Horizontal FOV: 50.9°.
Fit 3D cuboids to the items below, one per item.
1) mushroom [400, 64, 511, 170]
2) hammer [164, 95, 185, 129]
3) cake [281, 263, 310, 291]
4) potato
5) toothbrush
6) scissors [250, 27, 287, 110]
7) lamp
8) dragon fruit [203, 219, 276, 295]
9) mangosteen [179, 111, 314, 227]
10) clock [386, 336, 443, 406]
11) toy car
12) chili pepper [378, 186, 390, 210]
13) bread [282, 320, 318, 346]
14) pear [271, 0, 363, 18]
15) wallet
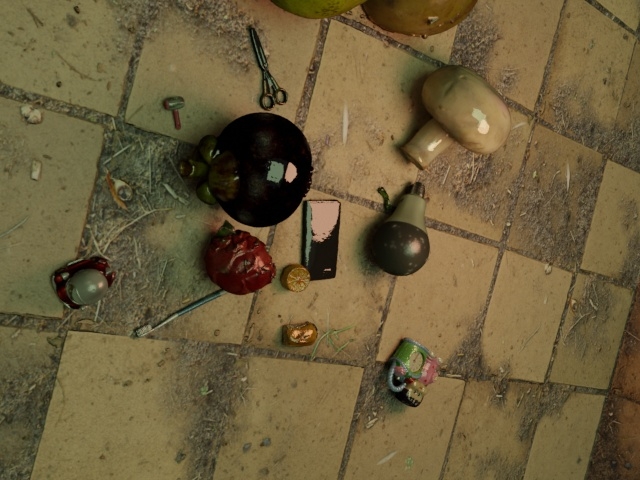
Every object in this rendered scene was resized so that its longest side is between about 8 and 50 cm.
[{"bbox_3d":[0.427,-0.392,2.075,0.356,0.315,0.315,-28,114,-28],"label":"mushroom"},{"bbox_3d":[-0.362,-0.318,1.687,0.052,0.031,0.083,-19,120,-29],"label":"hammer"},{"bbox_3d":[-0.072,0.110,1.958,0.084,0.044,0.084,-6,104,-24],"label":"cake"},{"bbox_3d":[0.351,-0.794,1.932,0.385,0.319,0.442,37,80,-34],"label":"potato"},{"bbox_3d":[-0.363,0.186,1.786,0.275,0.019,0.025,-27,106,-29],"label":"toothbrush"},{"bbox_3d":[-0.150,-0.463,1.815,0.088,0.017,0.220,-29,114,-28],"label":"scissors"},{"bbox_3d":[0.258,-0.031,2.129,0.182,0.182,0.314,41,42,-34],"label":"lamp"},{"bbox_3d":[-0.215,0.058,1.774,0.209,0.172,0.172,43,73,-18],"label":"dragon fruit"},{"bbox_3d":[-0.173,-0.179,1.709,0.297,0.313,0.297,2,90,-73],"label":"mangosteen"},{"bbox_3d":[0.305,0.449,2.268,0.194,0.100,0.195,36,75,-31],"label":"clock"},{"bbox_3d":[-0.544,0.102,1.582,0.139,0.112,0.112,-34,116,-25],"label":"toy car"},{"bbox_3d":[0.206,-0.133,2.132,0.083,0.022,0.027,66,29,-24],"label":"chili pepper"},{"bbox_3d":[-0.059,0.282,2.001,0.106,0.053,0.072,-1,96,-30],"label":"bread"},{"bbox_3d":[0.003,-0.731,1.664,0.391,0.391,0.391,-8,103,-34],"label":"pear"},{"bbox_3d":[0.000,0.000,2.005,0.124,0.025,0.244,-3,102,-32],"label":"wallet"}]
